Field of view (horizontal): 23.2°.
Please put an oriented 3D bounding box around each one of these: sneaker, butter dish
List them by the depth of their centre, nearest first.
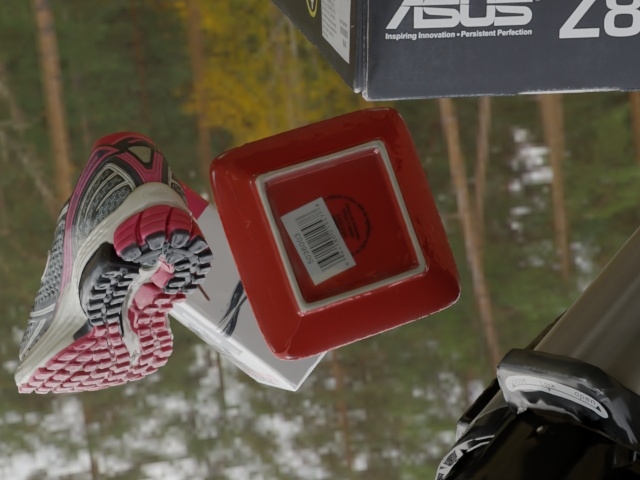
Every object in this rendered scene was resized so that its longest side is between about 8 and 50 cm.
[{"bbox_3d":[0.000,0.000,1.164,0.160,0.160,0.118,-18,175,-19],"label":"butter dish"},{"bbox_3d":[-0.169,0.033,1.244,0.121,0.112,0.299,-4,150,-32],"label":"sneaker"}]

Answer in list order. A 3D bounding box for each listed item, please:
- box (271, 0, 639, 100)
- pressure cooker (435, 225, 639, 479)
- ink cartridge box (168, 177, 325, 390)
[{"bbox_3d":[0.139,-0.163,0.900,0.318,0.097,0.395,0,-164,-9],"label":"box"},{"bbox_3d":[0.267,0.188,1.001,0.370,0.375,0.420,38,-117,11],"label":"pressure cooker"},{"bbox_3d":[-0.104,0.044,1.586,0.100,0.237,0.172,-53,-170,-10],"label":"ink cartridge box"}]
